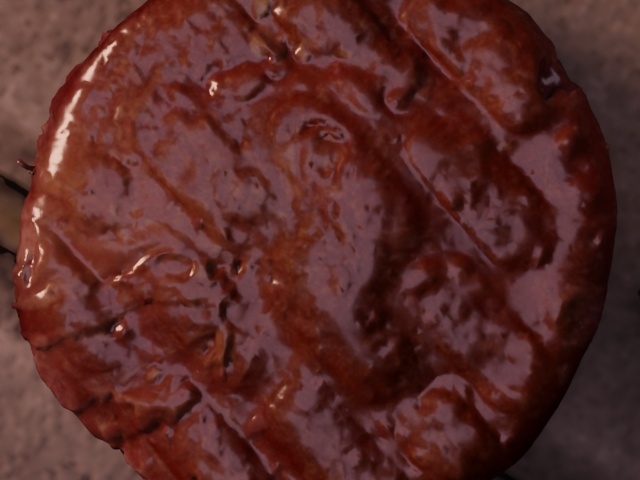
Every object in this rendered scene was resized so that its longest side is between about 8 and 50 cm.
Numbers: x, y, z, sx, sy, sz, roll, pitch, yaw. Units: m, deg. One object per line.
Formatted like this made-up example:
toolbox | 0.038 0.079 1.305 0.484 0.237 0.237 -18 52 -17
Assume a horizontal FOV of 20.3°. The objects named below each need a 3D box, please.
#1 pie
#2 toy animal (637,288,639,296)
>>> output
pie | 0.000 0.000 0.535 0.182 0.049 0.182 0 90 -2
toy animal | 0.270 -0.049 0.469 0.367 0.196 0.241 -37 84 -1
